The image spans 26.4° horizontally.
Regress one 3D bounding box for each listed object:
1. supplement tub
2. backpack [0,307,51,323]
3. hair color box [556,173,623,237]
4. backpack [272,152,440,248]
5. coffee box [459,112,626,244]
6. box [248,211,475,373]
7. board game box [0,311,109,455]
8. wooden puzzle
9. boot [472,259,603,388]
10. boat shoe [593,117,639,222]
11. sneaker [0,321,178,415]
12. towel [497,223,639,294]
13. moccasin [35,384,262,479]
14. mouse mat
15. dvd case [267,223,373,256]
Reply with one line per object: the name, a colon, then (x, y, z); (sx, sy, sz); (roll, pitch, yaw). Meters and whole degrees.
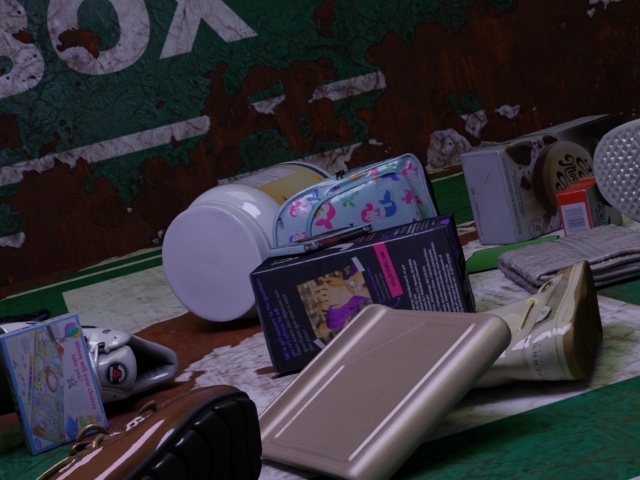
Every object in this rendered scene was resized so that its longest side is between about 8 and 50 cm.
supplement tub: (-0.099, 0.002, 2.301); (0.228, 0.228, 0.316); (-10, 9, 31)
backpack: (-0.536, 0.173, 2.394); (0.105, 0.084, 0.114); (-12, 3, 18)
hair color box: (0.439, -0.051, 2.215); (0.053, 0.093, 0.167); (-9, 9, 27)
backpack: (0.057, 0.003, 2.036); (0.253, 0.225, 0.191); (-17, 2, 8)
coffee box: (0.413, -0.113, 2.436); (0.297, 0.168, 0.119); (-19, 9, -29)
box: (0.061, 0.068, 1.828); (0.270, 0.143, 0.165); (-13, 5, 10)
board game box: (-0.335, 0.178, 1.708); (0.103, 0.154, 0.026); (-17, 7, -26)
wooden puzzle: (0.057, 0.153, 1.364); (0.221, 0.044, 0.238); (-45, 23, -21)
boot: (0.205, 0.101, 1.518); (0.203, 0.095, 0.262); (-12, 14, 19)
boat shoe: (0.627, -0.103, 1.954); (0.500, 0.187, 0.156); (-1, 9, 41)
sneaker: (-0.323, 0.162, 1.790); (0.146, 0.122, 0.330); (-4, 0, 37)
towel: (0.365, 0.026, 1.952); (0.187, 0.049, 0.282); (-14, 7, -3)
moccasin: (-0.176, 0.228, 1.181); (0.147, 0.139, 0.380); (1, 23, 31)
mouse mat: (0.309, 0.023, 2.238); (0.152, 0.007, 0.189); (-12, 7, 18)
dvd case: (0.000, 0.000, 1.850); (0.119, 0.013, 0.087); (-19, 6, -35)
